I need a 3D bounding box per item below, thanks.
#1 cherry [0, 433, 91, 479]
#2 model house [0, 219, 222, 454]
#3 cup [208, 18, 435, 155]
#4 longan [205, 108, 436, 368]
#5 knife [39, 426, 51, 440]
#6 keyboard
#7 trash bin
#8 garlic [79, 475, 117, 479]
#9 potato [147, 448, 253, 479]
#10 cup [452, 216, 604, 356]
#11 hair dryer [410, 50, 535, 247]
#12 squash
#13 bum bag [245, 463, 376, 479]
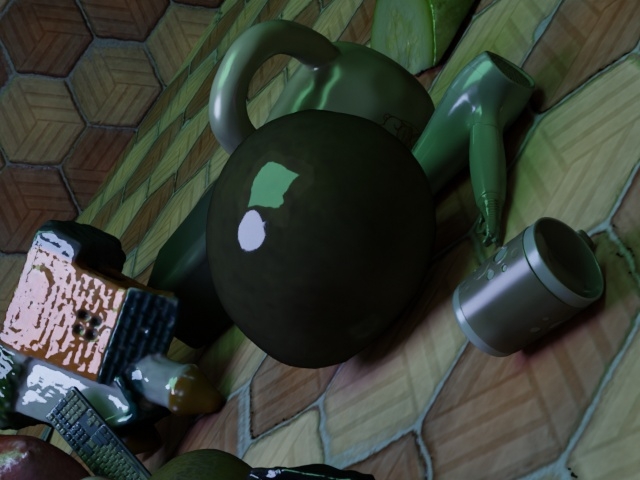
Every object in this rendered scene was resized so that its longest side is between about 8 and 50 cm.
[{"bbox_3d":[-0.363,0.330,1.498,0.239,0.239,0.206,-13,51,65],"label":"cherry"},{"bbox_3d":[-0.239,0.148,1.604,0.271,0.301,0.190,-70,-20,3],"label":"model house"},{"bbox_3d":[-0.014,-0.127,1.437,0.202,0.255,0.173,-58,15,-11],"label":"cup"},{"bbox_3d":[0.000,0.000,1.239,0.248,0.248,0.248,-47,19,21],"label":"longan"},{"bbox_3d":[-0.472,0.379,2.053,0.080,0.044,0.331,-55,10,20],"label":"knife"},{"bbox_3d":[-0.248,0.251,1.503,0.055,0.176,0.014,-47,-14,14],"label":"keyboard"},{"bbox_3d":[-0.120,0.011,1.691,0.240,0.122,0.164,-45,20,33],"label":"trash bin"},{"bbox_3d":[-0.249,0.364,1.312,0.244,0.161,0.245,-62,-2,-4],"label":"garlic"},{"bbox_3d":[-0.119,0.282,1.114,0.174,0.159,0.251,-9,34,34],"label":"potato"},{"bbox_3d":[0.158,0.029,0.999,0.099,0.074,0.102,-41,21,37],"label":"cup"},{"bbox_3d":[0.138,-0.052,1.262,0.206,0.075,0.237,-53,24,29],"label":"hair dryer"},{"bbox_3d":[0.169,-0.317,1.726,0.237,0.155,0.204,-170,78,-69],"label":"squash"},{"bbox_3d":[0.020,0.240,0.900,0.310,0.137,0.074,-102,10,-65],"label":"bum bag"}]
